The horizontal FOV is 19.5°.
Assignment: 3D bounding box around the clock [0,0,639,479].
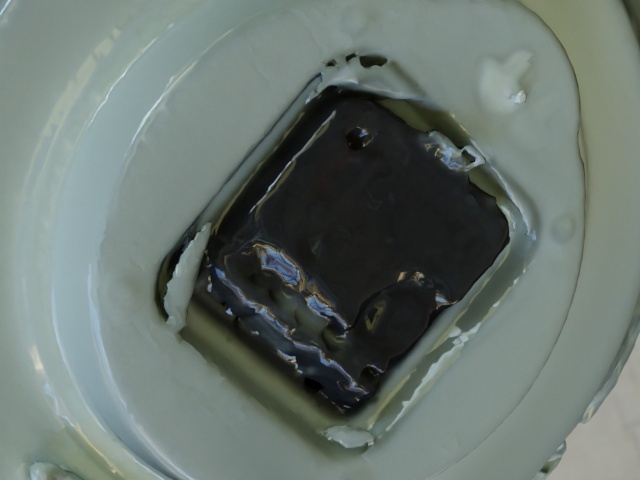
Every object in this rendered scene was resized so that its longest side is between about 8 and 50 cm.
[{"bbox_3d":[0.000,0.000,0.465,0.236,0.236,0.053,55,171,-27],"label":"clock"}]
